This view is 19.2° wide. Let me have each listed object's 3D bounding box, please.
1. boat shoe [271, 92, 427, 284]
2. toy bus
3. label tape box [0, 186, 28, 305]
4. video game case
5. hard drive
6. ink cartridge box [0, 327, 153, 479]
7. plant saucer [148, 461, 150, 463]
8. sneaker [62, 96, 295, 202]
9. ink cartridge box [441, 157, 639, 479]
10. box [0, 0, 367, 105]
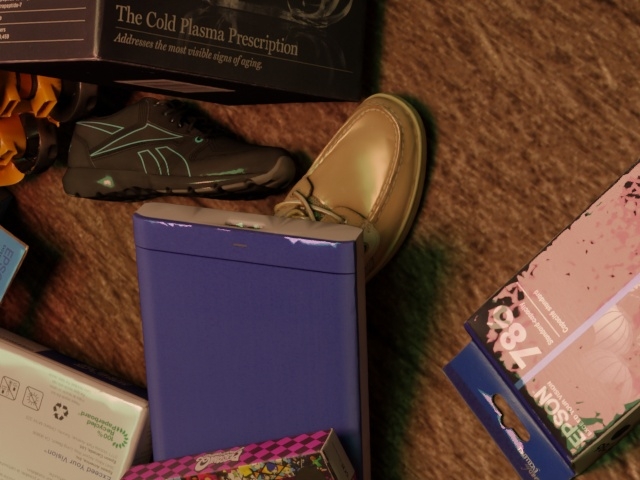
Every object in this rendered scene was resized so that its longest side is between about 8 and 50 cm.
[{"bbox_3d":[0.000,0.000,1.772,0.109,0.098,0.302,36,105,28],"label":"boat shoe"},{"bbox_3d":[-0.342,-0.184,1.903,0.220,0.149,0.211,-49,57,42],"label":"toy bus"},{"bbox_3d":[-0.446,0.025,2.029,0.334,0.106,0.240,34,104,25],"label":"label tape box"},{"bbox_3d":[-0.048,0.285,1.760,0.232,0.042,0.210,-14,114,29],"label":"video game case"},{"bbox_3d":[-0.060,0.126,1.735,0.210,0.040,0.318,7,118,18],"label":"hard drive"},{"bbox_3d":[-0.347,0.252,1.881,0.324,0.071,0.330,21,98,17],"label":"ink cartridge box"},{"bbox_3d":[-0.266,0.312,1.934,0.311,0.050,0.310,-5,82,33],"label":"plant saucer"},{"bbox_3d":[-0.145,-0.091,1.863,0.267,0.101,0.106,1,86,30],"label":"sneaker"},{"bbox_3d":[0.250,0.070,1.644,0.332,0.065,0.165,-46,67,21],"label":"ink cartridge box"},{"bbox_3d":[-0.125,-0.294,1.708,0.179,0.343,0.312,2,89,41],"label":"box"}]
